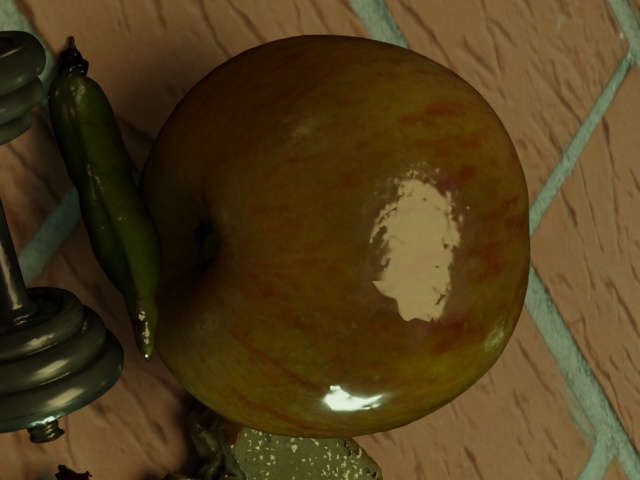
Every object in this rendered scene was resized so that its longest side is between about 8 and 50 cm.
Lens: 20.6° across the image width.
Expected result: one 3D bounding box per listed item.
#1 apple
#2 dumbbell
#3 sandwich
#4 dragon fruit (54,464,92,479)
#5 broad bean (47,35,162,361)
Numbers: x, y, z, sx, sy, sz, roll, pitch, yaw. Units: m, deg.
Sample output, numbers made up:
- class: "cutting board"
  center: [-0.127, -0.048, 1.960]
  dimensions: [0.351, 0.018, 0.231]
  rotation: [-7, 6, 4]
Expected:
- class: "apple"
  center: [0.000, 0.000, 1.657]
  dimensions: [0.334, 0.400, 0.400]
  rotation: [-14, 105, -48]
- class: "dumbbell"
  center: [-0.288, -0.009, 1.512]
  dimensions: [0.179, 0.179, 0.406]
  rotation: [-31, 116, -42]
- class: "sandwich"
  center: [-0.076, 0.282, 1.846]
  dimensions: [0.249, 0.095, 0.273]
  rotation: [51, 59, -37]
- class: "dragon fruit"
  center: [-0.223, 0.275, 1.650]
  dimensions: [0.175, 0.138, 0.142]
  rotation: [28, 50, -58]
- class: "broad bean"
  center: [-0.194, -0.042, 1.612]
  dimensions: [0.077, 0.061, 0.339]
  rotation: [68, -1, -64]
